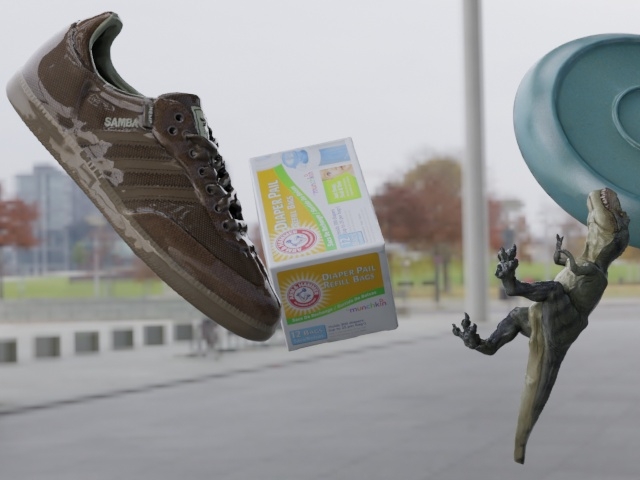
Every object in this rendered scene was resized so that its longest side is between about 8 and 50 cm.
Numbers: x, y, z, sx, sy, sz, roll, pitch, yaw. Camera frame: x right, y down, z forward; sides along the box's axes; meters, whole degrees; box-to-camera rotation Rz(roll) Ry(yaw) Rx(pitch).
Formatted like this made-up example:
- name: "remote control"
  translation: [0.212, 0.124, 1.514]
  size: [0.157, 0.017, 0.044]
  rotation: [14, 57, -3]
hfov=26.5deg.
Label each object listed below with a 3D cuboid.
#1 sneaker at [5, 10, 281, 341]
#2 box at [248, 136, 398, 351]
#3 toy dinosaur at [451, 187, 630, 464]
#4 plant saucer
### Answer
- name: "sneaker"
  translation: [-0.075, -0.034, 0.673]
  size: [0.071, 0.188, 0.066]
  rotation: [-45, -7, 6]
- name: "box"
  translation: [0.000, 0.000, 1.341]
  size: [0.114, 0.103, 0.203]
  rotation: [-12, 35, -2]
- name: "toy dinosaur"
  translation: [0.194, 0.069, 1.234]
  size: [0.118, 0.268, 0.064]
  rotation: [21, 5, -20]
- name: "plant saucer"
  translation: [0.379, -0.127, 1.562]
  size: [0.317, 0.318, 0.044]
  rotation: [-1, -33, -12]
